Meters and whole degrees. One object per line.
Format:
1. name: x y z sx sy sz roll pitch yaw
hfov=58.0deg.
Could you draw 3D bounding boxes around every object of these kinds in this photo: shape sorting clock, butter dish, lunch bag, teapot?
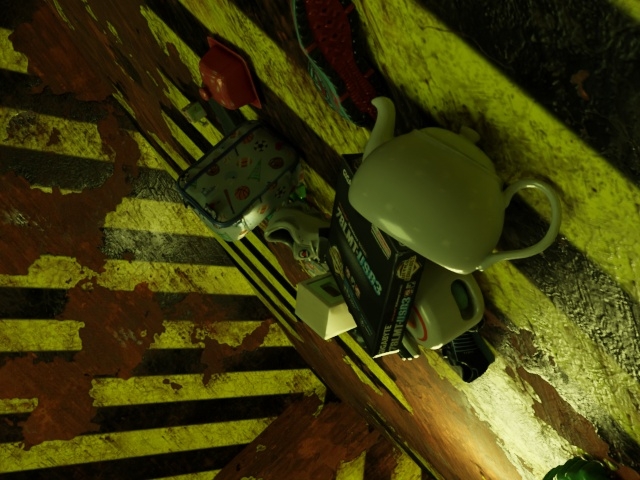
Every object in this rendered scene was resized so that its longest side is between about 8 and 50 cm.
1. shape sorting clock: 0.019 0.140 2.016 0.206 0.040 0.206 45 163 17
2. butter dish: -0.237 -0.378 1.381 0.160 0.118 0.160 38 160 31
3. lunch bag: -0.212 -0.158 1.479 0.243 0.303 0.115 43 166 24
4. teapot: 0.182 -0.080 0.860 0.256 0.187 0.252 28 -168 -21

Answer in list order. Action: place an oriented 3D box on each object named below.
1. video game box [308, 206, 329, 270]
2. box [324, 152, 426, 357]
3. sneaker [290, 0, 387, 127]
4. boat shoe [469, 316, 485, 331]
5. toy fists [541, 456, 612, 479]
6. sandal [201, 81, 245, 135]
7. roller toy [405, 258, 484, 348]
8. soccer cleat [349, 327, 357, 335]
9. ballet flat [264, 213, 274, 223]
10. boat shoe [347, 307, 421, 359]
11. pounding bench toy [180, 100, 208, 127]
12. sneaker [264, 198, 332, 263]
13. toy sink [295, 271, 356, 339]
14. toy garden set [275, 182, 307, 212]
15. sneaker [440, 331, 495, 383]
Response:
1. video game box: 0.000 0.000 1.739 0.187 0.048 0.205 48 164 -3
2. box: 0.098 0.027 1.147 0.293 0.073 0.295 96 157 -43
3. sneaker: 0.006 -0.300 0.943 0.125 0.104 0.261 32 157 51
4. boat shoe: 0.299 0.170 1.278 0.125 0.038 0.046 20 117 30
5. toy fists: 0.615 0.590 1.368 0.142 0.096 0.279 33 157 19
6. sandal: -0.246 -0.344 1.624 0.097 0.054 0.254 -5 115 62
7. roller toy: 0.235 0.113 1.192 0.191 0.146 0.209 53 164 28
8. soccer cleat: 0.155 0.311 2.026 0.179 0.060 0.072 21 139 46
9. ballet flat: -0.180 -0.133 1.825 0.106 0.108 0.316 51 171 52
10. boat shoe: 0.133 0.205 1.369 0.127 0.113 0.340 53 -178 -24
11. pounding bench toy: -0.404 -0.404 1.879 0.083 0.052 0.065 57 162 -26
12. sneaker: 0.006 0.011 1.475 0.331 0.146 0.122 19 142 25
13. toy sink: 0.063 0.179 1.778 0.153 0.234 0.131 37 130 40
14. toy garden set: -0.103 -0.118 1.648 0.203 0.049 0.244 52 159 37
15. sneaker: 0.313 0.229 1.348 0.232 0.090 0.081 51 164 -8
